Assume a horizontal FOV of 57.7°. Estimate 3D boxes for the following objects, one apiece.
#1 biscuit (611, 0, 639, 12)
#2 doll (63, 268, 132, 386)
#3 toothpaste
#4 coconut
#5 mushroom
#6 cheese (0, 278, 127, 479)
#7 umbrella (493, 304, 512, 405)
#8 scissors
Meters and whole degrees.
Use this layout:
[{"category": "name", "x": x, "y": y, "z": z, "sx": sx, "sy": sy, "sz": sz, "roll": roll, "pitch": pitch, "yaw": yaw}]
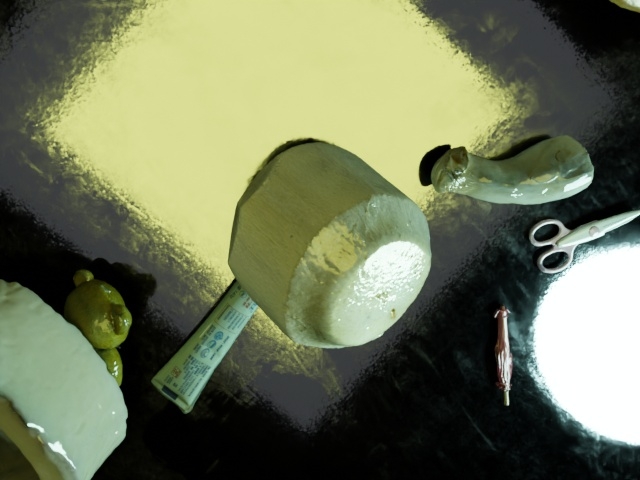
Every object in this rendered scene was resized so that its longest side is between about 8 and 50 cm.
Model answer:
[{"category": "biscuit", "x": 0.474, "y": -0.450, "z": 0.797, "sx": 0.261, "sy": 0.037, "sz": 0.262, "roll": -1, "pitch": 103, "yaw": -4}, {"category": "doll", "x": -0.327, "y": 0.151, "z": 0.848, "sx": 0.137, "sy": 0.097, "sz": 0.210, "roll": 32, "pitch": 117, "yaw": 21}, {"category": "toothpaste", "x": -0.153, "y": 0.139, "z": 0.868, "sx": 0.069, "sy": 0.047, "sz": 0.268, "roll": 33, "pitch": 100, "yaw": -26}, {"category": "coconut", "x": 0.000, "y": 0.000, "z": 0.761, "sx": 0.237, "sy": 0.266, "sz": 0.238, "roll": -25, "pitch": 139, "yaw": -23}, {"category": "mushroom", "x": 0.270, "y": -0.095, "z": 0.836, "sx": 0.223, "sy": 0.081, "sz": 0.092, "roll": -5, "pitch": 120, "yaw": -1}, {"category": "cheese", "x": -0.438, "y": 0.224, "z": 0.774, "sx": 0.292, "sy": 0.153, "sz": 0.332, "roll": -37, "pitch": 99, "yaw": 26}, {"category": "umbrella", "x": 0.290, "y": 0.182, "z": 0.922, "sx": 0.027, "sy": 0.025, "sz": 0.166, "roll": -2, "pitch": 100, "yaw": 15}, {"category": "scissors", "x": 0.410, "y": -0.012, "z": 0.891, "sx": 0.176, "sy": 0.022, "sz": 0.086, "roll": -21, "pitch": 99, "yaw": 4}]
